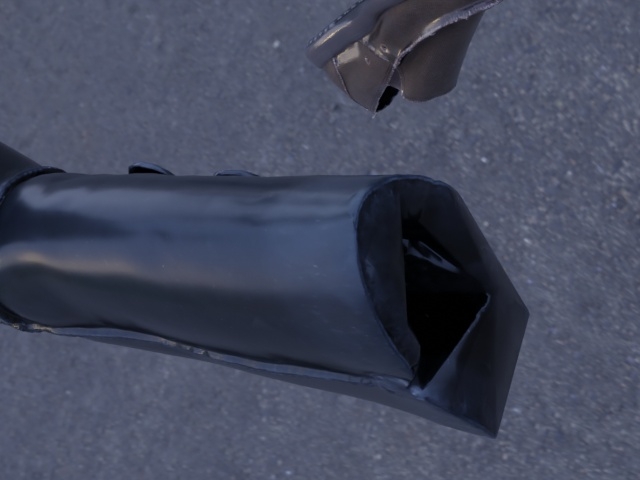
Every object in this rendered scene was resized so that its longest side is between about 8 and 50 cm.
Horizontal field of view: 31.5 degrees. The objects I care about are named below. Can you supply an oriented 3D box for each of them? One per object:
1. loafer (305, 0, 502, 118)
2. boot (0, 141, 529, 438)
[{"bbox_3d":[0.113,-0.218,1.149,0.134,0.130,0.366,-42,10,-18],"label":"loafer"},{"bbox_3d":[-0.141,-0.007,0.677,0.445,0.367,0.146,11,80,38],"label":"boot"}]
